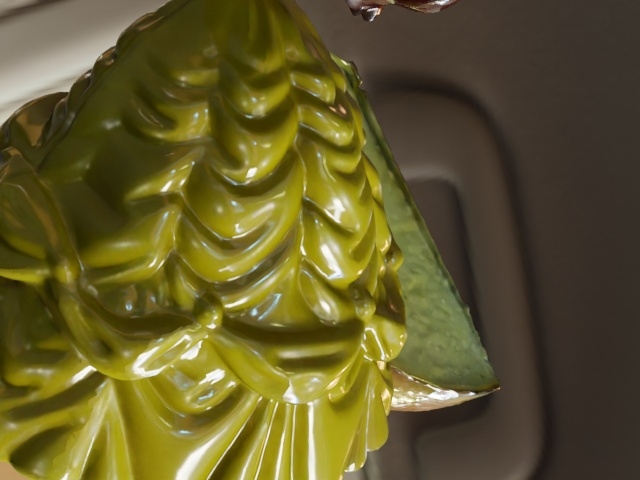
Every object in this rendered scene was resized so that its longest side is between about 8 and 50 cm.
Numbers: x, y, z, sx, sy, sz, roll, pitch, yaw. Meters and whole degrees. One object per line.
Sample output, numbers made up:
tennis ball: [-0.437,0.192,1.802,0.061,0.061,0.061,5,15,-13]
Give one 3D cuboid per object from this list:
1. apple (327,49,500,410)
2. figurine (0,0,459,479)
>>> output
apple: [0.000,0.000,1.396,0.346,0.179,0.254,64,9,11]
figurine: [-0.012,-0.086,0.553,0.168,0.187,0.315,-104,-148,-60]
